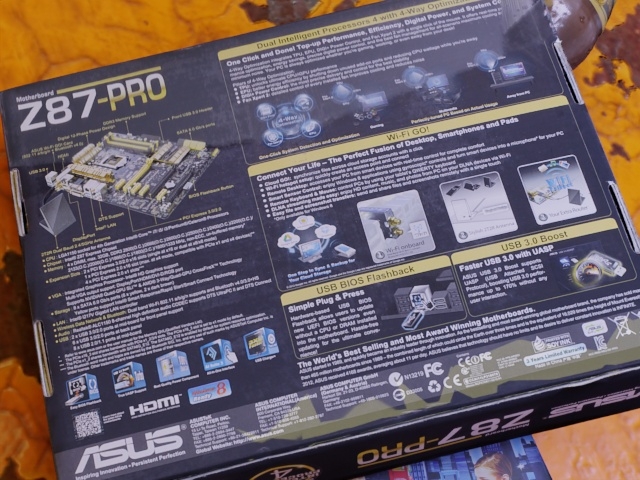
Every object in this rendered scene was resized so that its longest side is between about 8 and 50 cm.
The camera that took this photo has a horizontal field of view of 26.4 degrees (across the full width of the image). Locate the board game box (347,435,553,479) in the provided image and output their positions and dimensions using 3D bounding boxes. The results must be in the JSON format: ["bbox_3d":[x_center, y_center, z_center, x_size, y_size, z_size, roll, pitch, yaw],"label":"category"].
[{"bbox_3d":[0.065,0.139,0.948,0.194,0.060,0.194,-2,61,-11],"label":"board game box"}]

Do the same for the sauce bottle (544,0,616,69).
[{"bbox_3d":[0.195,-0.213,1.133,0.111,0.111,0.344,26,62,0],"label":"sauce bottle"}]

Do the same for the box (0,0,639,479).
[{"bbox_3d":[0.000,0.000,0.920,0.395,0.097,0.318,-14,64,-4],"label":"box"}]
